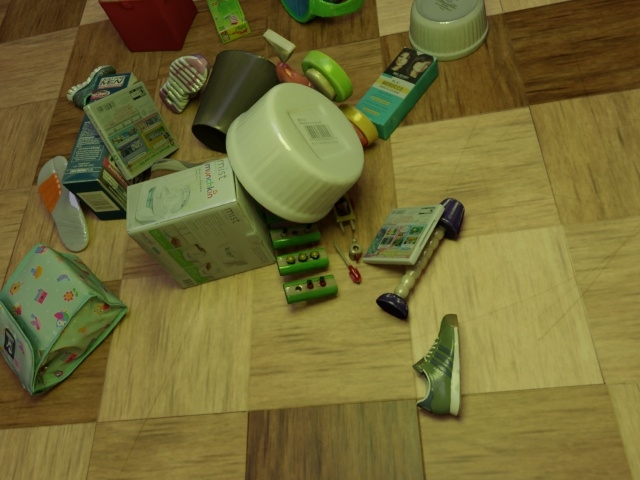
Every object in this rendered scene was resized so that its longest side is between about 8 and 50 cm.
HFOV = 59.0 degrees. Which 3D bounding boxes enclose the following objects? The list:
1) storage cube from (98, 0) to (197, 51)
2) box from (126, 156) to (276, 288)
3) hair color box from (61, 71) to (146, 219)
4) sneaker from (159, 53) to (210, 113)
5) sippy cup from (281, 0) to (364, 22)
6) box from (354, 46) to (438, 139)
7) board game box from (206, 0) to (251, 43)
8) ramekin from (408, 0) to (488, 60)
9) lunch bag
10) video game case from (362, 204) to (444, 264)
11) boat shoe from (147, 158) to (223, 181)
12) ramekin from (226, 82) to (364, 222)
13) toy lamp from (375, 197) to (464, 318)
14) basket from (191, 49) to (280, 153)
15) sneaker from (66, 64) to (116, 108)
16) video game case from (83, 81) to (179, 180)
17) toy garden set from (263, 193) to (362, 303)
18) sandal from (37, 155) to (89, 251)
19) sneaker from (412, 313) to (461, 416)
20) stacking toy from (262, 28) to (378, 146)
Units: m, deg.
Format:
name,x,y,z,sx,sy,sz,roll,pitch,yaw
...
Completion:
name,x,y,z,sx,sy,sz,roll,pitch,yaw
storage cube,-0.512,-0.707,1.711,0.215,0.193,0.183,3,62,15
box,-0.244,-0.027,1.206,0.231,0.262,0.126,-17,58,6
hair color box,-0.526,-0.244,1.456,0.105,0.174,0.347,-3,60,12
sneaker,-0.351,-0.439,1.525,0.095,0.236,0.104,49,56,-12
sippy cup,0.004,-0.775,1.613,0.224,0.305,0.240,-28,13,-15
box,0.188,-0.369,1.411,0.100,0.060,0.244,29,71,27
board game box,-0.282,-0.687,1.727,0.092,0.043,0.181,-22,58,1
ramekin,0.329,-0.579,1.468,0.207,0.109,0.207,-7,59,11
lunch bag,-0.603,0.175,1.247,0.223,0.160,0.262,37,86,26
video game case,0.171,-0.011,1.182,0.157,0.019,0.143,-1,52,57
boat shoe,-0.281,-0.120,1.363,0.324,0.123,0.116,4,65,27
ramekin,-0.040,-0.186,1.155,0.135,0.277,0.277,-37,48,39
toy lamp,0.215,0.031,1.164,0.080,0.080,0.274,24,71,25
basket,-0.229,-0.353,1.461,0.204,0.154,0.227,14,69,23
sneaker,-0.670,-0.453,1.692,0.166,0.065,0.076,-44,76,-9
video game case,-0.463,-0.276,1.406,0.023,0.193,0.212,-15,23,29
toy garden set,0.000,0.000,1.222,0.204,0.049,0.244,-11,60,-13
sandal,-0.650,-0.088,1.465,0.102,0.076,0.265,-24,78,10
sneaker,0.215,0.227,1.054,0.086,0.064,0.192,1,64,9
stacking toy,-0.038,-0.317,1.319,0.309,0.279,0.130,35,80,30
